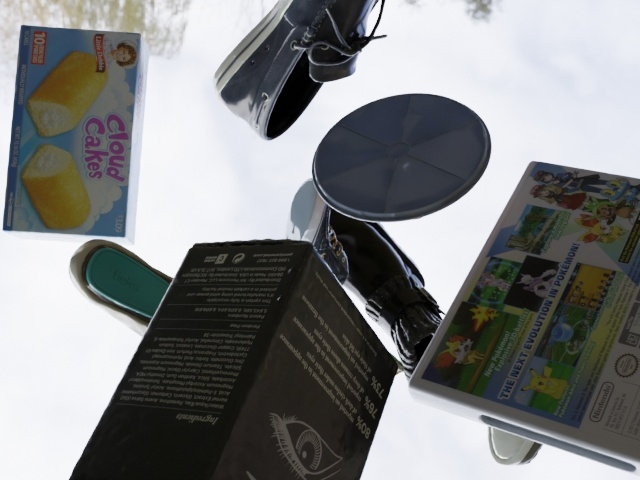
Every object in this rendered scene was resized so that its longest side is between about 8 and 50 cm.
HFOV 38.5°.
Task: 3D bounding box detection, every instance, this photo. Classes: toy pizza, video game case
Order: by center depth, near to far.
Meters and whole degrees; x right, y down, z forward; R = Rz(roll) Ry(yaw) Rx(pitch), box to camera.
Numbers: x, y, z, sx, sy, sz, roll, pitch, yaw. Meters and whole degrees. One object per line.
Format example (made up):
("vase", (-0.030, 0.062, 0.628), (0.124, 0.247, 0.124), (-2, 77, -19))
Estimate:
("video game case", (0.289, 0.064, 0.901), (0.300, 0.036, 0.329), (14, -125, 31))
("toy pizza", (0.090, -0.090, 1.020), (0.201, 0.032, 0.201), (-9, -133, 10))

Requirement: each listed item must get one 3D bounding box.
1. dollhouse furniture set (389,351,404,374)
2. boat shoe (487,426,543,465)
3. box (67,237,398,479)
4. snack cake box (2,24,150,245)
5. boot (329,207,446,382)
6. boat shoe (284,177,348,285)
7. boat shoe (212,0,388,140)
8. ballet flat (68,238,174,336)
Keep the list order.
("dollhouse furniture set", (0.061, 0.158, 1.440), (0.152, 0.076, 0.058), (41, -142, -14))
("boat shoe", (0.329, 0.186, 1.325), (0.091, 0.109, 0.305), (28, -104, -33))
("box", (-0.049, 0.125, 0.607), (0.108, 0.153, 0.207), (-2, -131, 34))
("snack cake box", (-0.307, -0.131, 1.168), (0.152, 0.089, 0.264), (3, -97, -3))
("boot", (0.109, 0.095, 1.608), (0.348, 0.131, 0.260), (34, -155, -35))
("boat shoe", (0.000, 0.000, 1.192), (0.083, 0.183, 0.065), (2, -146, -24))
("boat shoe", (0.012, -0.334, 1.445), (0.187, 0.500, 0.156), (-22, -104, -49))
("ballet flat", (-0.159, 0.080, 0.959), (0.248, 0.086, 0.086), (39, -133, -26))
